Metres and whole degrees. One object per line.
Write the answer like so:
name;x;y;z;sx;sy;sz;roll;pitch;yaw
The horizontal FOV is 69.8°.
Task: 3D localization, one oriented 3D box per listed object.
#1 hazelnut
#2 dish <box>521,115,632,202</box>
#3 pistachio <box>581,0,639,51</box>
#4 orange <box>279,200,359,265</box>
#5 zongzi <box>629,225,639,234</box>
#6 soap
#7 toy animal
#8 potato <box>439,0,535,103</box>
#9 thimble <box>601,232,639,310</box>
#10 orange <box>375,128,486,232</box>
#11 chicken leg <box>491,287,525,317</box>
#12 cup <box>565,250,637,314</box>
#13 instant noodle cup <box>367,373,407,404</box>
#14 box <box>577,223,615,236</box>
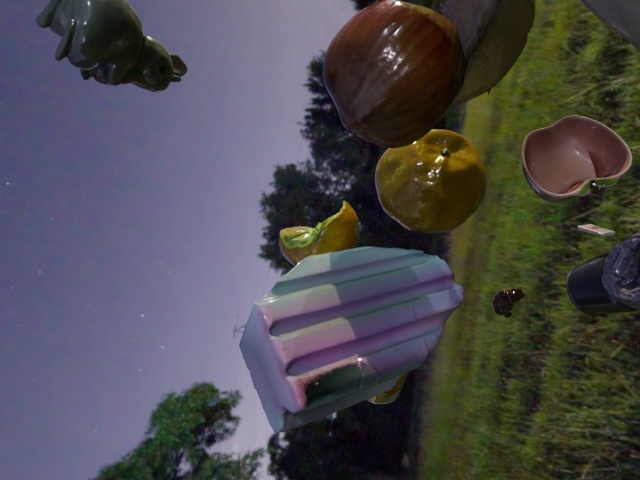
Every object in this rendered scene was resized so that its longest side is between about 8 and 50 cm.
hazelnut;0.117;-0.250;0.689;0.210;0.186;0.210;20;-120;-39
dish;0.544;-0.160;1.006;0.090;0.213;0.213;61;-145;-61
pistachio;0.275;-0.285;0.349;0.226;0.207;0.332;28;-120;-47
orange;0.004;0.004;1.290;0.158;0.237;0.179;67;-169;3
zongzi;0.906;-0.001;1.037;0.251;0.274;0.125;172;112;-74
soap;0.056;0.112;0.645;0.193;0.323;0.109;61;145;28
toy animal;-0.280;-0.281;0.689;0.236;0.138;0.108;10;-135;-52
potato;0.254;-0.342;0.718;0.243;0.098;0.138;96;159;-69
thimble;0.637;0.064;0.885;0.150;0.097;0.150;-161;90;-79
orange;0.281;-0.154;1.168;0.235;0.279;0.279;105;175;-69
chicken leg;0.403;0.136;0.991;0.145;0.062;0.037;86;172;-58
cup;0.821;0.134;1.285;0.176;0.223;0.169;-41;29;60
instant noodle cup;0.158;0.305;1.149;0.168;0.168;0.185;-70;-14;-57
box;0.770;-0.029;1.283;0.083;0.046;0.012;-135;39;-66
